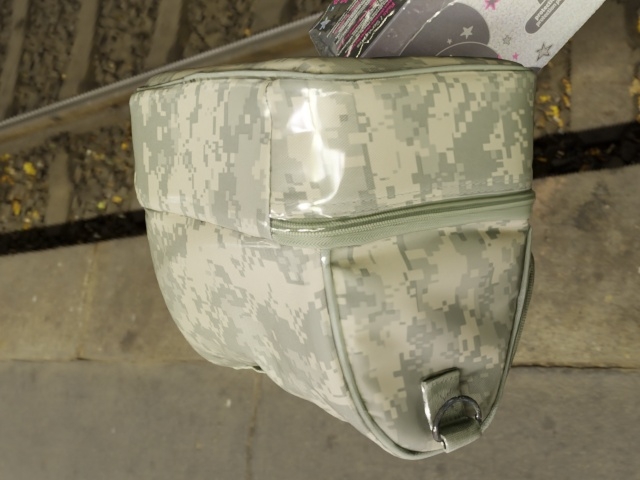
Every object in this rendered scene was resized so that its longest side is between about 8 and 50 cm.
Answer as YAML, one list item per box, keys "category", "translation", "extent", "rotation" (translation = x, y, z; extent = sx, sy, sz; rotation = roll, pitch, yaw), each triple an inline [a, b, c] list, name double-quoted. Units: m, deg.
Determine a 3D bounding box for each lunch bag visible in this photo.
- category: "lunch bag"
  translation: [0.000, 0.000, 0.643]
  extent: [0.305, 0.212, 0.256]
  rotation: [13, 107, 56]

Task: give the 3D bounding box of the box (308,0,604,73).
- category: "box"
  translation: [0.135, -0.224, 0.841]
  extent: [0.247, 0.163, 0.142]
  rotation: [-47, 31, 20]
